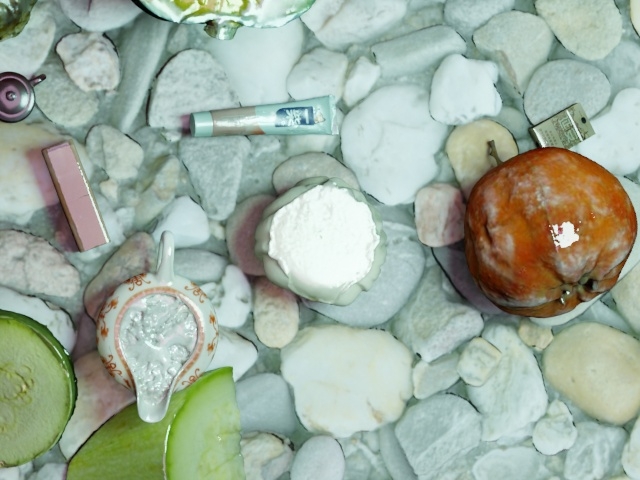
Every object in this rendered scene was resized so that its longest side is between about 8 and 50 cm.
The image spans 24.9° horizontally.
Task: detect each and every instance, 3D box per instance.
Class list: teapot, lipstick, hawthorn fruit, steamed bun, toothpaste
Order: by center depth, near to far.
[{"bbox_3d":[-0.401,-0.190,1.893,0.100,0.045,0.068,-34,99,-10],"label":"teapot"},{"bbox_3d":[-0.214,0.109,1.909,0.159,0.116,0.246,-1,93,-1],"label":"teapot"},{"bbox_3d":[-0.323,-0.059,1.913,0.045,0.045,0.145,-21,96,-13],"label":"lipstick"},{"bbox_3d":[0.000,0.000,1.959,0.182,0.106,0.183,1,87,-13],"label":"steamed bun"},{"bbox_3d":[-0.075,-0.165,1.976,0.205,0.036,0.056,-5,93,-17],"label":"toothpaste"},{"bbox_3d":[0.295,-0.036,1.987,0.241,0.242,0.272,-18,65,-12],"label":"hawthorn fruit"}]

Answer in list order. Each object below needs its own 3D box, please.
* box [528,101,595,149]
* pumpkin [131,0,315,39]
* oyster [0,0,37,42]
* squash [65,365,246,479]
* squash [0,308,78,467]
[{"bbox_3d":[0.346,-0.156,2.078,0.083,0.024,0.053,-30,97,-10],"label":"box"},{"bbox_3d":[-0.135,-0.401,1.880,0.292,0.197,0.263,6,102,-20],"label":"pumpkin"},{"bbox_3d":[-0.409,-0.352,1.830,0.166,0.094,0.294,20,94,-50],"label":"oyster"},{"bbox_3d":[-0.223,0.301,1.956,0.204,0.155,0.237,-7,91,-50],"label":"squash"},{"bbox_3d":[-0.420,0.199,1.858,0.220,0.133,0.220,-1,95,-9],"label":"squash"}]
